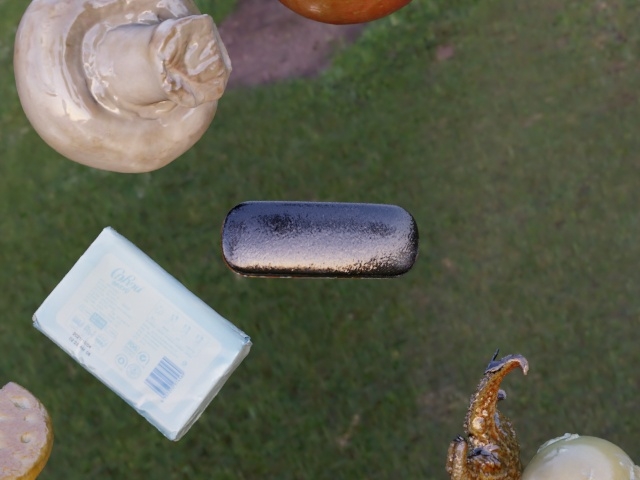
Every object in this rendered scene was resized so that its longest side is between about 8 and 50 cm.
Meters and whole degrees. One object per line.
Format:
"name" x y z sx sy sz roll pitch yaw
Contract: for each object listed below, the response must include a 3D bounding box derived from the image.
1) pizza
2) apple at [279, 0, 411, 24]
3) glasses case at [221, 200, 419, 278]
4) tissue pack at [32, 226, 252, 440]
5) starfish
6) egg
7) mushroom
"pizza" -0.459 0.302 2.077 0.127 0.058 0.246 2 31 -19
"apple" 0.017 -0.276 1.183 0.181 0.168 0.181 -6 62 11
"glasses case" 0.000 0.000 1.867 0.267 0.103 0.067 2 -5 -7
"tissue pack" -0.245 0.129 1.936 0.263 0.089 0.177 38 87 10
"starfish" 0.242 0.292 1.919 0.113 0.303 0.312 -2 20 19
"egg" 0.342 0.337 1.831 0.164 0.164 0.201 -1 9 32
"mushroom" -0.257 -0.241 1.881 0.297 0.297 0.290 -43 18 -30
